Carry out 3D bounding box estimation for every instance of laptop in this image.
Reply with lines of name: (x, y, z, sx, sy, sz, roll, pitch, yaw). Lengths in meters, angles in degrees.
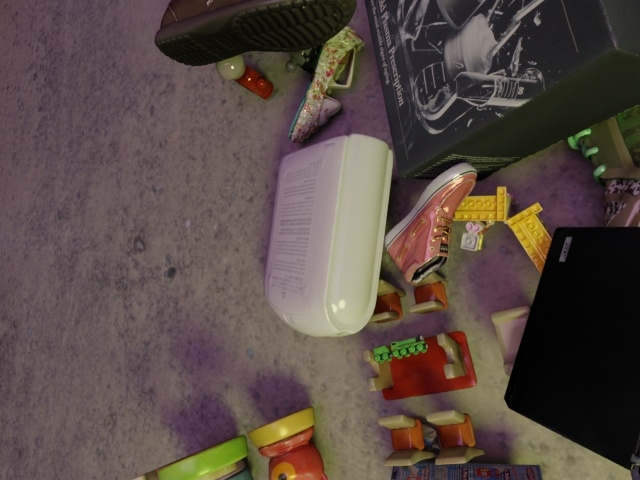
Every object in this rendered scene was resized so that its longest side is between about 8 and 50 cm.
laptop: (0.362, 0.118, 0.437, 0.264, 0.136, 0.234, 18, 84, 17)

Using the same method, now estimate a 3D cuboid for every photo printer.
photo printer: (0.000, 0.000, 0.722, 0.256, 0.107, 0.307, 0, 82, 61)

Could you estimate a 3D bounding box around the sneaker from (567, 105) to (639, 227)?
sneaker: (0.404, -0.144, 0.589, 0.182, 0.158, 0.410, 15, 86, 42)

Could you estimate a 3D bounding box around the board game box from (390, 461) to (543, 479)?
board game box: (0.225, 0.387, 0.601, 0.194, 0.060, 0.194, -24, 99, 24)

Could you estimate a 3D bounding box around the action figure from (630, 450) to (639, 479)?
action figure: (0.530, 0.247, 0.468, 0.370, 0.276, 0.248, 12, 112, 9)

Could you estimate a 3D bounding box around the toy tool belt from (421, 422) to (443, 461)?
toy tool belt: (0.166, 0.322, 0.691, 0.083, 0.052, 0.051, 11, 116, 28)

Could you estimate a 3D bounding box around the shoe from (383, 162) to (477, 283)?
shoe: (0.163, -0.018, 0.602, 0.178, 0.063, 0.081, -51, 50, 34)

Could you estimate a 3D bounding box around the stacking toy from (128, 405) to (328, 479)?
stacking toy: (-0.161, 0.405, 0.716, 0.309, 0.279, 0.130, -31, 70, 25)

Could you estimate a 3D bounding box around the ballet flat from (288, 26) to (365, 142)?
ballet flat: (0.014, -0.289, 0.822, 0.077, 0.091, 0.241, 22, 99, 2)

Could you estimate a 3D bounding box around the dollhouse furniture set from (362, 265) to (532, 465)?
dollhouse furniture set: (0.201, 0.177, 0.643, 0.259, 0.135, 0.262, -20, 62, 29)

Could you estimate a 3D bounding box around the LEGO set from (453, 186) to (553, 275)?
LEGO set: (0.277, -0.007, 0.634, 0.287, 0.107, 0.132, 29, 111, 31)

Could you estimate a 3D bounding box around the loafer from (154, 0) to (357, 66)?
loafer: (-0.120, -0.392, 0.715, 0.366, 0.134, 0.130, 1, 85, 21)

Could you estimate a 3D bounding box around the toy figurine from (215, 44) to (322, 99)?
toy figurine: (-0.106, -0.411, 0.855, 0.209, 0.148, 0.213, -13, 78, 25)

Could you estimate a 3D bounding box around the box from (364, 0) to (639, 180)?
box: (0.233, -0.293, 0.574, 0.312, 0.179, 0.343, -28, 68, 58)

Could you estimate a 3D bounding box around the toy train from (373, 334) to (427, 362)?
toy train: (0.112, 0.154, 0.617, 0.083, 0.017, 0.023, -24, 49, 28)
